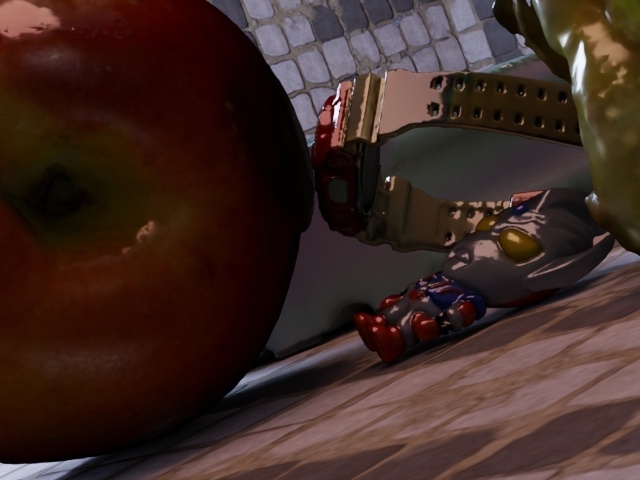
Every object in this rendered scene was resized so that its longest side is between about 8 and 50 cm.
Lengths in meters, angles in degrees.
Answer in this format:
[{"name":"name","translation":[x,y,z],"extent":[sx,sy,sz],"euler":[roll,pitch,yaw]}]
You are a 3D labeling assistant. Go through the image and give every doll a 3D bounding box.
[{"name":"doll","translation":[0.113,0.018,1.189],"extent":[0.194,0.062,0.104],"euler":[-29,3,-10]}]

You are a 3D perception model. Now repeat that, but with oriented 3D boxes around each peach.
[{"name":"peach","translation":[-0.162,-0.025,1.240],"extent":[0.310,0.335,0.406],"euler":[-20,-4,8]}]

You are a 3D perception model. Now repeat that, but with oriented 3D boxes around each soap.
[{"name":"soap","translation":[0.044,-0.028,1.596],"extent":[0.261,0.156,0.446],"euler":[-19,5,39]}]

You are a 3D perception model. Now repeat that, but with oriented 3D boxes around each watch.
[{"name":"watch","translation":[0.127,-0.048,1.283],"extent":[0.268,0.102,0.165],"euler":[8,-31,2]}]

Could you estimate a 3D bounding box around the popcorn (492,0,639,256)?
[{"name":"popcorn","translation":[0.286,-0.156,1.092],"extent":[0.321,0.290,0.325],"euler":[-19,30,-34]}]
